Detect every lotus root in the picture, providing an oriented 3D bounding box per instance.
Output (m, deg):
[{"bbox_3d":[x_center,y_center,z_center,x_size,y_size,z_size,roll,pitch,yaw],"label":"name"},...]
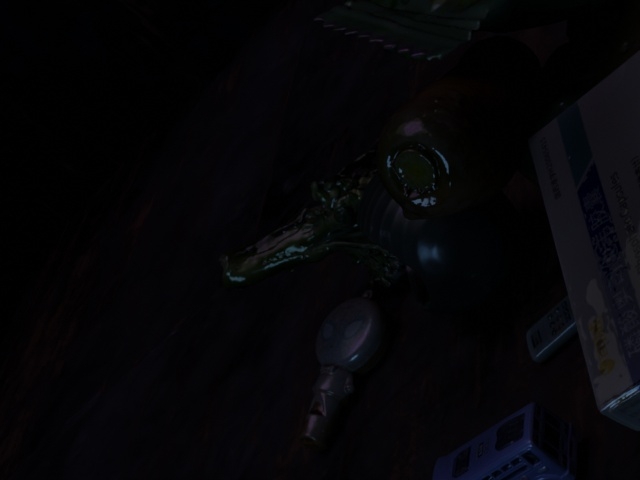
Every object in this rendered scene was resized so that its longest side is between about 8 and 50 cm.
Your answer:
[{"bbox_3d":[0.368,-0.193,1.519,0.390,0.111,0.375,-59,23,-18],"label":"lotus root"}]

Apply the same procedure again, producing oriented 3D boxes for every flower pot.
[{"bbox_3d":[0.138,-0.016,1.600,0.157,0.189,0.243,-35,16,5],"label":"flower pot"}]

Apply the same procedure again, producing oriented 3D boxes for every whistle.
[{"bbox_3d":[0.029,0.159,1.762,0.107,0.057,0.220,-7,52,46],"label":"whistle"}]

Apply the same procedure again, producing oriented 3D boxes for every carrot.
[{"bbox_3d":[0.158,-0.123,1.467,0.138,0.139,0.302,-38,9,37],"label":"carrot"}]

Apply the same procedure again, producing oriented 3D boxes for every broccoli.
[{"bbox_3d":[0.006,-0.006,1.821,0.274,0.177,0.198,-16,-12,-11],"label":"broccoli"}]

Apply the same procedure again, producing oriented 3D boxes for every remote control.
[{"bbox_3d":[0.257,0.073,1.429,0.124,0.018,0.053,-45,21,23],"label":"remote control"}]

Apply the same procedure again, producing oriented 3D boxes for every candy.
[{"bbox_3d":[0.204,-0.304,1.552,0.397,0.172,0.263,-28,17,-23],"label":"candy"}]

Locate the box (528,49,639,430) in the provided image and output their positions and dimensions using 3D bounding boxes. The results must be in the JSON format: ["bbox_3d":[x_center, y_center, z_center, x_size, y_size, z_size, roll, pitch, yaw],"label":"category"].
[{"bbox_3d":[0.308,-0.020,1.270,0.200,0.065,0.343,-39,38,31],"label":"box"}]

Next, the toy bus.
[{"bbox_3d":[0.160,0.219,1.308,0.167,0.076,0.073,-39,23,34],"label":"toy bus"}]
